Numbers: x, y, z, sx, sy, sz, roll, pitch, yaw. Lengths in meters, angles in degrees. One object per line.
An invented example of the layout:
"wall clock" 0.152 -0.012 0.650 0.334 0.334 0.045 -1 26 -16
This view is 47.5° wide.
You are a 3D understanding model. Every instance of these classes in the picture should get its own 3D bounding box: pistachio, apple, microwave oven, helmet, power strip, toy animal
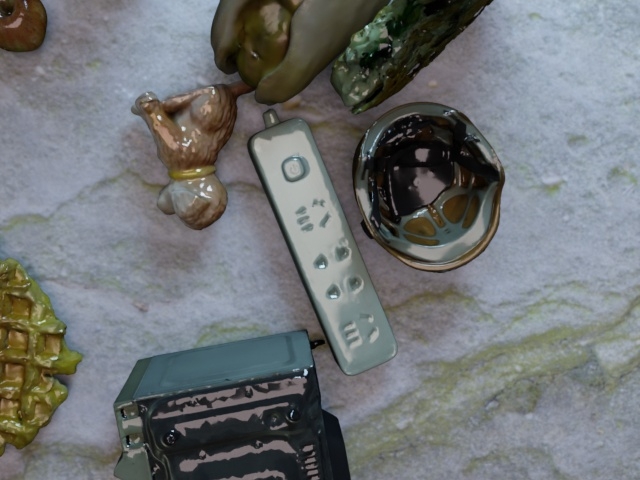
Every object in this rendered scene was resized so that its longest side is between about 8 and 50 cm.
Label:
"pistachio" -0.015 -0.306 0.910 0.166 0.197 0.288 45 99 3
"apple" -0.394 -0.285 0.937 0.084 0.071 0.084 0 89 -8
"microwave oven" -0.101 0.328 0.958 0.286 0.218 0.355 -9 97 -3
"helmet" 0.135 -0.079 0.978 0.198 0.130 0.224 -26 108 2
"power strip" 0.000 0.000 1.008 0.091 0.062 0.385 -23 99 -5
"toy animal" -0.139 -0.114 0.968 0.184 0.104 0.185 -15 93 -12

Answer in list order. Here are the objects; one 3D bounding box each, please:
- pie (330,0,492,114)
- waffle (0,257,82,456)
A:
"pie" 0.151 -0.294 0.865 0.078 0.371 0.296 46 57 0
"waffle" -0.498 0.152 0.979 0.302 0.068 0.325 -36 96 -1
